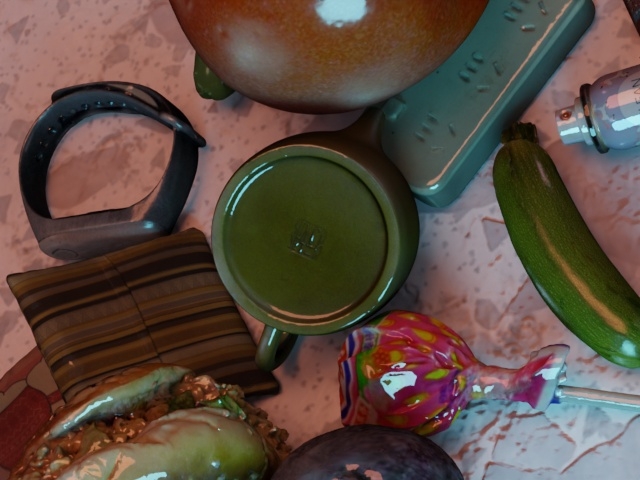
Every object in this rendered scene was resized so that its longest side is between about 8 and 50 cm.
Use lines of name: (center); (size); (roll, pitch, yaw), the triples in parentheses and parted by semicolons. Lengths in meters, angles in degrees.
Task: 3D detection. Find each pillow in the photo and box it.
pillow: (-0.173, 0.089, 1.869); (0.208, 0.052, 0.212); (-14, 57, -23)
pillow: (-0.257, 0.191, 1.892); (0.236, 0.084, 0.223); (-41, 54, -4)

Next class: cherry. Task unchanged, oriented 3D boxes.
cherry: (0.033, 0.248, 1.677); (0.195, 0.195, 0.195); (-10, 64, 22)

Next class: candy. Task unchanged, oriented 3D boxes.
candy: (0.191, 0.136, 1.708); (0.365, 0.124, 0.124); (7, 71, 19)

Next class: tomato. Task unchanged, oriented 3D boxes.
tomato: (-0.001, -0.269, 1.795); (0.321, 0.321, 0.321); (-10, 64, 22)

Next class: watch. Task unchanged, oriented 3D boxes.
watch: (-0.219, -0.080, 2.010); (0.206, 0.068, 0.193); (-11, 64, 24)

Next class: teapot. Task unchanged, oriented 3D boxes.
teapot: (0.000, 0.000, 1.816); (0.186, 0.175, 0.267); (25, 103, 11)

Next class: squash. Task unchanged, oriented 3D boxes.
squash: (0.224, 0.012, 1.752); (0.071, 0.080, 0.318); (-60, 46, 39)

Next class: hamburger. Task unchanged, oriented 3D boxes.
hamburger: (-0.156, 0.232, 1.740); (0.286, 0.243, 0.146); (-20, 51, -30)

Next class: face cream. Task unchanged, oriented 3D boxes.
face cream: (0.329, -0.135, 1.764); (0.229, 0.075, 0.075); (-17, 61, 19)

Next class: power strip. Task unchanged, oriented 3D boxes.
power strip: (0.124, -0.179, 1.892); (0.194, 0.059, 0.265); (35, 86, 33)

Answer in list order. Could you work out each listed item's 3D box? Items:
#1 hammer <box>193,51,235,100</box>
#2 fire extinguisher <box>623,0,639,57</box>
hammer: (-0.091, -0.306, 2.018); (0.206, 0.119, 0.335); (-8, 74, 43)
fire extinguisher: (0.312, -0.224, 1.835); (0.056, 0.039, 0.132); (-31, 57, 21)
